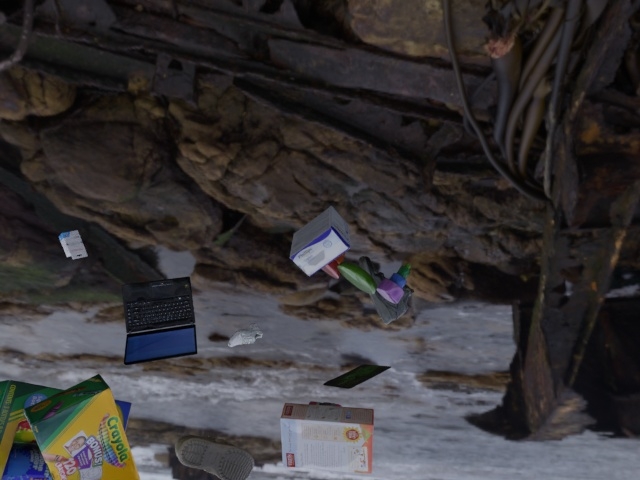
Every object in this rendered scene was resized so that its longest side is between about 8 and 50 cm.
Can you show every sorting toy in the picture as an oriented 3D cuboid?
[{"bbox_3d":[0.117,0.060,1.465,0.365,0.126,0.127,21,158,49],"label":"sorting toy"}]

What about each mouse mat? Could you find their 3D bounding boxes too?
[{"bbox_3d":[0.119,0.439,1.685,0.189,0.007,0.152,-14,180,-36],"label":"mouse mat"}]

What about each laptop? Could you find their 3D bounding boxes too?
[{"bbox_3d":[-0.544,0.263,1.746,0.234,0.264,0.136,-6,175,-13],"label":"laptop"}]

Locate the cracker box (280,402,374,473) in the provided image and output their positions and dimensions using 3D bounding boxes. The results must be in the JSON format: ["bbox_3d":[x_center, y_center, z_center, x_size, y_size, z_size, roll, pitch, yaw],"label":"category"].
[{"bbox_3d":[0.018,0.503,1.324,0.232,0.067,0.156,2,111,6],"label":"cracker box"}]

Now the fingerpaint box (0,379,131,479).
[{"bbox_3d":[-0.771,0.647,1.437,0.163,0.445,0.371,-17,146,38],"label":"fingerpaint box"}]

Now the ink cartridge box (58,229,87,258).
[{"bbox_3d":[-0.713,0.017,1.498,0.028,0.083,0.048,-29,172,39],"label":"ink cartridge box"}]

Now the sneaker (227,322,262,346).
[{"bbox_3d":[-0.283,0.367,1.972,0.152,0.061,0.054,-24,143,-43],"label":"sneaker"}]

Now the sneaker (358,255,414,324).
[{"bbox_3d":[0.210,0.138,1.643,0.130,0.227,0.087,-27,179,-3],"label":"sneaker"}]

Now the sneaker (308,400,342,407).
[{"bbox_3d":[-0.002,0.610,1.699,0.112,0.121,0.299,-7,-169,13],"label":"sneaker"}]

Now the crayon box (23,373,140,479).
[{"bbox_3d":[-0.531,0.465,1.171,0.165,0.278,0.081,-24,-153,-34],"label":"crayon box"}]

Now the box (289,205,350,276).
[{"bbox_3d":[0.000,0.000,1.250,0.126,0.137,0.072,-36,110,18],"label":"box"}]

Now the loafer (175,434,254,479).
[{"bbox_3d":[-0.298,0.604,1.466,0.268,0.102,0.092,42,162,-35],"label":"loafer"}]
